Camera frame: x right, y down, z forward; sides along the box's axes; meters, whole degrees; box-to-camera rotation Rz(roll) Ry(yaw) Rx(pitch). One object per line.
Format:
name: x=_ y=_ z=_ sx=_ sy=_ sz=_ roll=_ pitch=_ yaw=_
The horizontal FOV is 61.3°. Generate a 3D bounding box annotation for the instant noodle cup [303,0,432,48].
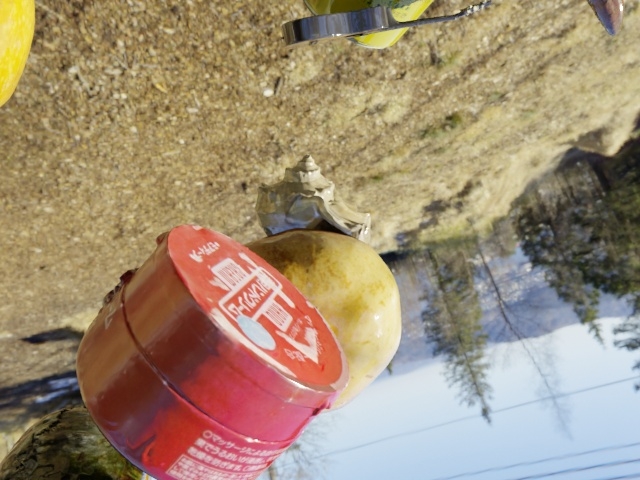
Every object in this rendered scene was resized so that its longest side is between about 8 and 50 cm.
instant noodle cup: x=0.091 y=-0.357 z=0.611 sx=0.215 sy=0.215 sz=0.236 roll=-5 pitch=150 yaw=-35

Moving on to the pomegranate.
pomegranate: x=-0.026 y=0.121 z=0.825 sx=0.319 sy=0.319 sz=0.319 roll=-15 pitch=164 yaw=-5

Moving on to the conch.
conch: x=0.008 y=-0.007 z=1.058 sx=0.186 sy=0.324 sz=0.263 roll=-34 pitch=-144 yaw=-28

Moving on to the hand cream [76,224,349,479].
hand cream: x=-0.098 y=0.108 z=0.516 sx=0.149 sy=0.230 sz=0.230 roll=-50 pitch=154 yaw=12

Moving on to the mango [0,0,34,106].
mango: x=-0.278 y=-0.212 z=0.334 sx=0.177 sy=0.120 sz=0.295 roll=13 pitch=129 yaw=11

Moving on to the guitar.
guitar: x=0.071 y=-0.239 z=0.585 sx=0.233 sy=0.025 sz=0.088 roll=-11 pitch=-165 yaw=-3

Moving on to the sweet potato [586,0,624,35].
sweet potato: x=0.516 y=-0.499 z=1.013 sx=0.058 sy=0.255 sz=0.078 roll=-9 pitch=-150 yaw=51

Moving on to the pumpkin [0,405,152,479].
pumpkin: x=-0.338 y=0.384 z=0.737 sx=0.192 sy=0.320 sz=0.320 roll=7 pitch=160 yaw=-6
